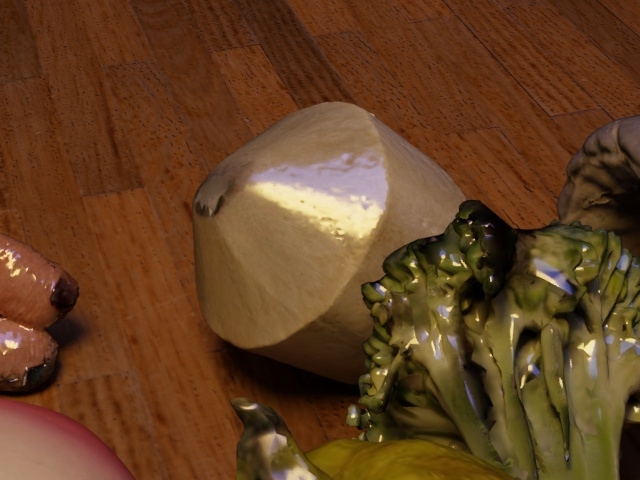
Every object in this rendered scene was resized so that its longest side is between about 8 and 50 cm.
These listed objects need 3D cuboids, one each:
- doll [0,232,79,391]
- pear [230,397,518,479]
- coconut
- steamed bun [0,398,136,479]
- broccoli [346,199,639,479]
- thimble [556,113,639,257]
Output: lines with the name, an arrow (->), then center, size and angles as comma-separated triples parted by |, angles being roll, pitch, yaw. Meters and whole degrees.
doll -> -0.347, 0.031, 0.960 | 0.303, 0.156, 0.201 | 21, 78, -5
pear -> 0.040, 0.224, 0.411 | 0.287, 0.375, 0.287 | -19, 9, 3
coconut -> 0.000, 0.000, 0.908 | 0.222, 0.202, 0.202 | 28, 17, -41
steamed bun -> -0.190, 0.201, 0.586 | 0.309, 0.309, 0.309 | 0, 37, 0
broccoli -> 0.114, 0.110, 0.756 | 0.263, 0.247, 0.243 | -18, 30, 6
thimble -> 0.296, 0.009, 0.897 | 0.172, 0.236, 0.205 | -9, 33, -15
